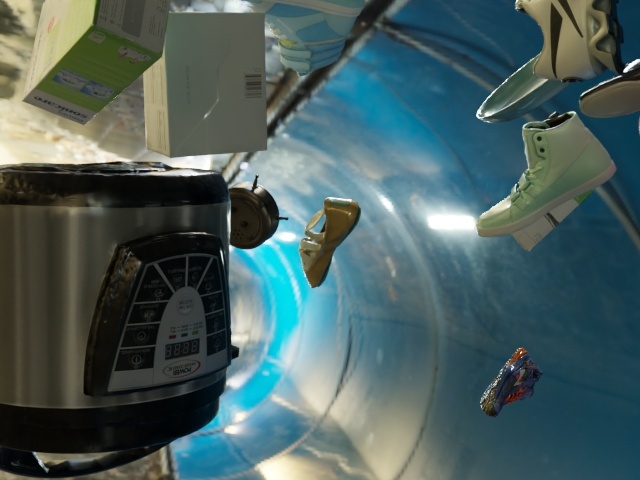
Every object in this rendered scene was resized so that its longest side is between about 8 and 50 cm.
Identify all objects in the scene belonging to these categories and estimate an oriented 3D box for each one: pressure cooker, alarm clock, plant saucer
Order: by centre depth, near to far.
[{"bbox_3d":[-0.298,0.105,1.154,0.375,0.370,0.420,-77,170,-84],"label":"pressure cooker"},{"bbox_3d":[-0.164,-0.037,1.704,0.192,0.129,0.064,-34,-176,33],"label":"alarm clock"},{"bbox_3d":[0.459,-0.336,1.749,0.317,0.044,0.317,-39,-170,8],"label":"plant saucer"}]

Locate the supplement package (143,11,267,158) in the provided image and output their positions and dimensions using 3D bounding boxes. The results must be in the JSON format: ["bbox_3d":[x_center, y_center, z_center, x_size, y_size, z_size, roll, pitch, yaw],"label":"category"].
[{"bbox_3d":[-0.223,-0.302,1.647,0.145,0.204,0.262,23,-64,58],"label":"supplement package"}]

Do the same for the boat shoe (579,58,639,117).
[{"bbox_3d":[0.608,-0.304,1.648,0.084,0.233,0.079,55,20,-43],"label":"boat shoe"}]

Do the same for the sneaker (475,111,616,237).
[{"bbox_3d":[0.351,-0.118,1.464,0.256,0.151,0.094,-32,-165,18],"label":"sneaker"}]

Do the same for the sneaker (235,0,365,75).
[{"bbox_3d":[-0.085,-0.439,1.745,0.127,0.319,0.208,-92,-165,-48],"label":"sneaker"}]

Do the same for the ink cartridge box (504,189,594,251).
[{"bbox_3d":[0.554,-0.097,2.155,0.219,0.092,0.160,-45,-166,13],"label":"ink cartridge box"}]

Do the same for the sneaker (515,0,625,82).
[{"bbox_3d":[0.346,-0.390,1.236,0.146,0.122,0.330,-4,-98,33],"label":"sneaker"}]

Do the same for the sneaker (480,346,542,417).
[{"bbox_3d":[0.430,0.321,1.899,0.221,0.087,0.083,-39,161,-44],"label":"sneaker"}]

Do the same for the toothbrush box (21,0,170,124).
[{"bbox_3d":[-0.360,-0.344,1.392,0.283,0.122,0.206,-24,-125,49],"label":"toothbrush box"}]

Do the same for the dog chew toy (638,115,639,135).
[{"bbox_3d":[0.612,-0.215,1.311,0.206,0.332,0.207,39,-33,31],"label":"dog chew toy"}]

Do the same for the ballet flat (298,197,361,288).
[{"bbox_3d":[0.000,0.000,1.526,0.232,0.073,0.080,118,-18,-46],"label":"ballet flat"}]
